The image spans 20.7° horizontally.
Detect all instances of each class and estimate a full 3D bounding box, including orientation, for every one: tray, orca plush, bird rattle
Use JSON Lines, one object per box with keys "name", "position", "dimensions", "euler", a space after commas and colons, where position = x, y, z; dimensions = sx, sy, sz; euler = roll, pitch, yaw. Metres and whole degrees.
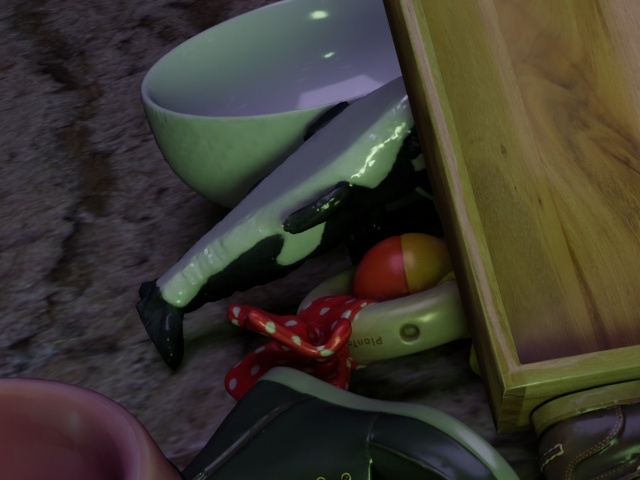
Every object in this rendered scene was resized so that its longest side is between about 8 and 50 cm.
{"name": "tray", "position": [0.161, -0.094, 1.093], "dimensions": [0.202, 0.076, 0.411], "euler": [-10, 62, -5]}
{"name": "orca plush", "position": [0.000, 0.000, 1.270], "dimensions": [0.287, 0.102, 0.151], "euler": [-43, 19, 5]}
{"name": "bird rattle", "position": [0.057, 0.053, 1.186], "dimensions": [0.253, 0.143, 0.207], "euler": [-25, 9, 9]}

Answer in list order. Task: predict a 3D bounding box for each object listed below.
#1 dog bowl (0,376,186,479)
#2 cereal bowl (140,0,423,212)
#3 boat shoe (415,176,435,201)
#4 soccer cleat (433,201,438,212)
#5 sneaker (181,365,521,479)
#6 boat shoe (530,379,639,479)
{"name": "dog bowl", "position": [-0.226, 0.214, 0.887], "dimensions": [0.408, 0.150, 0.408], "euler": [-13, 22, 5]}
{"name": "cereal bowl", "position": [0.022, -0.110, 1.499], "dimensions": [0.339, 0.141, 0.339], "euler": [-12, 22, 5]}
{"name": "boat shoe", "position": [0.282, -0.083, 1.222], "dimensions": [0.500, 0.187, 0.156], "euler": [1, 24, 17]}
{"name": "soccer cleat", "position": [0.180, -0.059, 1.397], "dimensions": [0.196, 0.068, 0.076], "euler": [-24, -5, -6]}
{"name": "sneaker", "position": [0.012, 0.152, 0.999], "dimensions": [0.222, 0.083, 0.118], "euler": [12, 47, 46]}
{"name": "boat shoe", "position": [0.224, 0.108, 0.974], "dimensions": [0.207, 0.073, 0.073], "euler": [-16, 60, 5]}
